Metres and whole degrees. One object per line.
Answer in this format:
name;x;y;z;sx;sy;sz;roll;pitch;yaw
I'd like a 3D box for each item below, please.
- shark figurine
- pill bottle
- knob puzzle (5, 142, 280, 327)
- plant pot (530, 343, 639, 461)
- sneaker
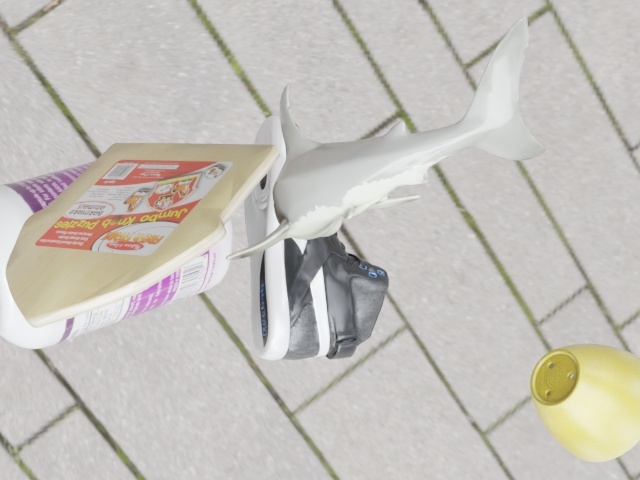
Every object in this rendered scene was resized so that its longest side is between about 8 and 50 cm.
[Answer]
shark figurine;0.019;-0.069;0.851;0.166;0.278;0.116;-18;86;-38
pill bottle;-0.254;0.012;1.203;0.301;0.169;0.169;-18;105;-34
knob puzzle;-0.140;-0.001;0.836;0.213;0.213;0.030;-31;123;-11
plant pot;0.290;0.169;1.316;0.095;0.134;0.134;29;90;-35
sneaker;0.000;0.000;1.051;0.121;0.079;0.216;4;79;-23
